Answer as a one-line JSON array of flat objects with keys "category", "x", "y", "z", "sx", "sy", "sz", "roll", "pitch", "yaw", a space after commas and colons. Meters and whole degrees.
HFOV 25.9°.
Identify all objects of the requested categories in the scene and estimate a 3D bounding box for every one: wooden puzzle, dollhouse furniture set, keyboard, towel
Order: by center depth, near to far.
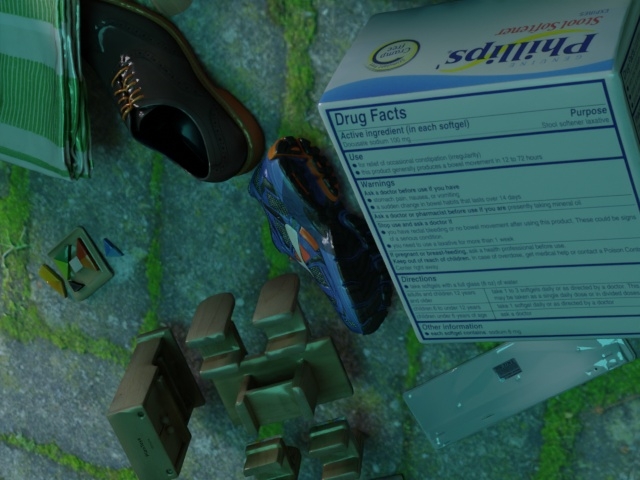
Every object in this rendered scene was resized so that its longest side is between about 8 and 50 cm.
[{"category": "keyboard", "x": 0.197, "y": 0.140, "z": 1.424, "sx": 0.256, "sy": 0.014, "sz": 0.072, "roll": -31, "pitch": 85, "yaw": 32}, {"category": "dollhouse furniture set", "x": -0.088, "y": 0.155, "z": 1.515, "sx": 0.242, "sy": 0.161, "sz": 0.212, "roll": -16, "pitch": 113, "yaw": 14}, {"category": "towel", "x": -0.342, "y": -0.240, "z": 1.533, "sx": 0.248, "sy": 0.038, "sz": 0.324, "roll": 16, "pitch": 115, "yaw": 43}, {"category": "wooden puzzle", "x": -0.287, "y": 0.029, "z": 1.647, "sx": 0.078, "sy": 0.014, "sz": 0.116, "roll": 49, "pitch": 122, "yaw": 6}]

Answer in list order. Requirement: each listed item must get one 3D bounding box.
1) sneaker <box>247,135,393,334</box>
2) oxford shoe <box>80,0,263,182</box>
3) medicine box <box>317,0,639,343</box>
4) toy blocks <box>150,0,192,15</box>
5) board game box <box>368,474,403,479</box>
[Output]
[{"category": "sneaker", "x": 0.000, "y": 0.000, "z": 1.453, "sx": 0.087, "sy": 0.083, "sz": 0.221, "roll": -32, "pitch": 85, "yaw": 46}, {"category": "oxford shoe", "x": -0.181, "y": -0.165, "z": 1.472, "sx": 0.271, "sy": 0.098, "sz": 0.097, "roll": 41, "pitch": 122, "yaw": 11}, {"category": "medicine box", "x": 0.181, "y": -0.059, "z": 1.226, "sx": 0.263, "sy": 0.149, "sz": 0.289, "roll": -3, "pitch": 128, "yaw": 29}, {"category": "toy blocks", "x": -0.219, "y": -0.408, "z": 1.258, "sx": 0.309, "sy": 0.260, "sz": 0.288, "roll": 27, "pitch": 83, "yaw": 20}, {"category": "board game box", "x": 0.019, "y": 0.412, "z": 1.439, "sx": 0.097, "sy": 0.303, "sz": 0.224, "roll": -15, "pitch": 99, "yaw": 32}]
